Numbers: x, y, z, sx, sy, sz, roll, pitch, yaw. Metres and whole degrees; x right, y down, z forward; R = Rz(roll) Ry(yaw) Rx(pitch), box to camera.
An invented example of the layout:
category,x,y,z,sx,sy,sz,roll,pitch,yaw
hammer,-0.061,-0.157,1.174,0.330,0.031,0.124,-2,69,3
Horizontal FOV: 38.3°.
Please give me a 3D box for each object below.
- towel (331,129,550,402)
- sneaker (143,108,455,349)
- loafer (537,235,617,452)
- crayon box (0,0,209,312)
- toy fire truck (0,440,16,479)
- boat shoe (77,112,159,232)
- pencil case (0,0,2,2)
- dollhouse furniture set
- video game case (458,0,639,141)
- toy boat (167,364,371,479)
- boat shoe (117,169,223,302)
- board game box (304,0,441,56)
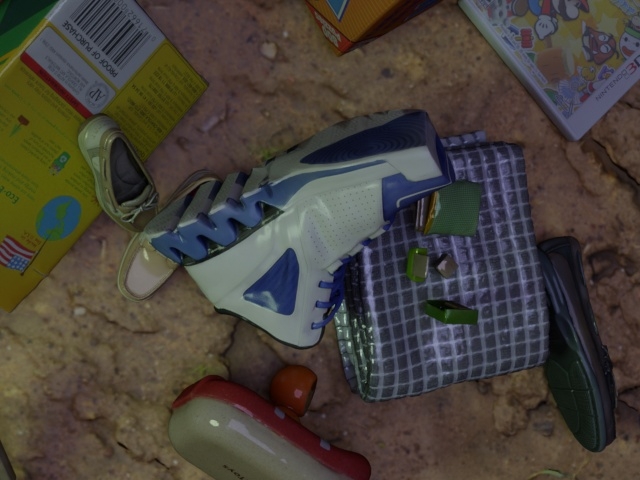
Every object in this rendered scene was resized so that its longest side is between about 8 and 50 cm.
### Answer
category,x,y,z,sx,sy,sz,roll,pitch,yaw
towel,0.130,0.026,1.049,0.235,0.121,0.284,-10,96,-14
sneaker,-0.001,0.000,0.929,0.315,0.127,0.182,-20,114,20
loafer,0.319,0.123,1.120,0.084,0.096,0.267,-23,97,-18
crayon box,-0.280,-0.104,0.903,0.318,0.081,0.202,-51,144,-7
toy fire truck,-0.391,0.297,0.931,0.217,0.158,0.246,1,82,-14
boat shoe,-0.194,-0.058,0.924,0.056,0.048,0.153,-37,140,-23
pencil case,-0.253,-0.277,0.947,0.236,0.104,0.104,-38,102,-7
dollhouse furniture set,0.137,0.008,0.959,0.076,0.058,0.152,4,94,-18
video game case,0.310,-0.272,1.124,0.206,0.026,0.227,-44,102,-8
toy boat,-0.043,0.206,1.023,0.231,0.151,0.151,37,55,-14
boat shoe,-0.163,-0.006,1.003,0.063,0.059,0.170,34,85,-14
board game box,0.114,-0.446,0.880,0.356,0.356,0.356,-31,96,-10
